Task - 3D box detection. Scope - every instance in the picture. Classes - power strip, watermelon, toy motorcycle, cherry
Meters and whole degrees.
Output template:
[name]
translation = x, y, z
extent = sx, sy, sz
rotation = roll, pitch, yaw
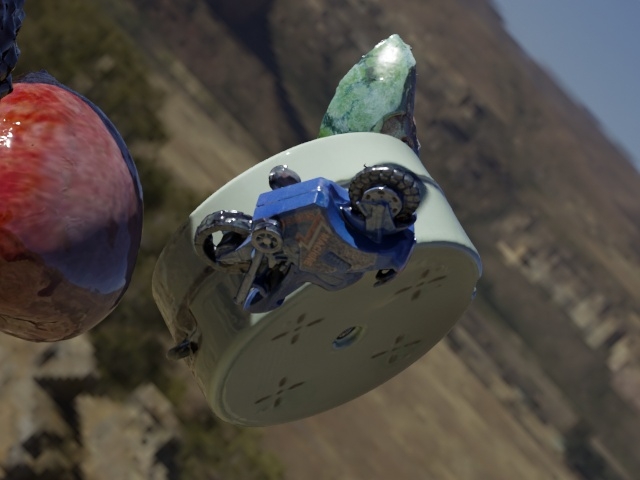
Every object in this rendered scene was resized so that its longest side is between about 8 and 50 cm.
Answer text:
[power strip]
translation = -0.014, 0.048, 2.074
extent = 0.161, 0.357, 0.357
rotation = 59, 10, 26
[watermelon]
translation = 0.080, -0.133, 2.204
extent = 0.139, 0.187, 0.071
rotation = 31, 1, -43
[toy motorcycle]
translation = 0.000, 0.000, 1.515
extent = 0.114, 0.205, 0.076
rotation = 53, 35, -33
[cherry]
translation = -0.255, -0.031, 1.741
extent = 0.206, 0.239, 0.239
rotation = 26, -7, 33

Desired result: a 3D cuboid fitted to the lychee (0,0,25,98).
[lychee]
translation = -0.284, -0.134, 1.123
extent = 0.236, 0.236, 0.271
rotation = 48, -2, 13
